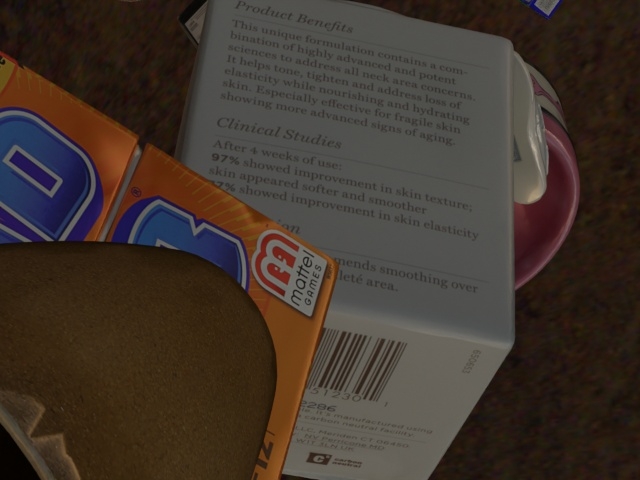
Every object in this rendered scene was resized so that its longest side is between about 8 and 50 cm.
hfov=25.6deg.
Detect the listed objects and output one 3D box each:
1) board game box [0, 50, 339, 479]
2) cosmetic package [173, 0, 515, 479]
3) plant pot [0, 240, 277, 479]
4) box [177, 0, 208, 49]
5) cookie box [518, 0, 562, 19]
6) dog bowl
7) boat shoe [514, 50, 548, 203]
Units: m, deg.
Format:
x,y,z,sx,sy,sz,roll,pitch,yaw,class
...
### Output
x,y,z,sx,sy,sz,roll,pitch,yaw,class
-0.261,0.134,1.014,0.356,0.356,0.356,32,50,-20,board game box
0.000,0.000,1.461,0.329,0.327,0.394,11,53,-7,cosmetic package
-0.130,0.095,0.645,0.237,0.237,0.254,58,29,-1,plant pot
-0.008,-0.364,1.781,0.076,0.307,0.242,54,36,5,box
0.202,-0.278,1.357,0.040,0.107,0.092,25,104,-47,cookie box
0.175,-0.064,1.945,0.408,0.408,0.150,-2,38,-20,dog bowl
0.224,-0.134,1.589,0.184,0.066,0.063,69,26,-19,boat shoe
